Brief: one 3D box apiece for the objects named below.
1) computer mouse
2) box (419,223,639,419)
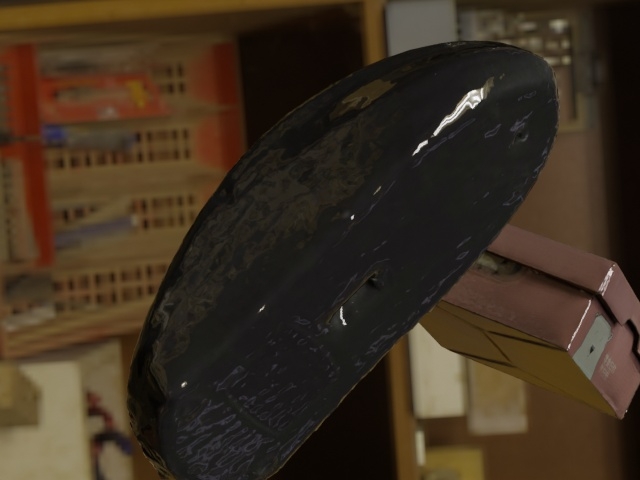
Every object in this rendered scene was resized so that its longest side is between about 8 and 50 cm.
[{"bbox_3d":[0.000,0.000,0.816,0.086,0.269,0.137,41,-4,32],"label":"computer mouse"},{"bbox_3d":[0.175,0.059,1.491,0.086,0.215,0.215,-62,149,-11],"label":"box"}]
